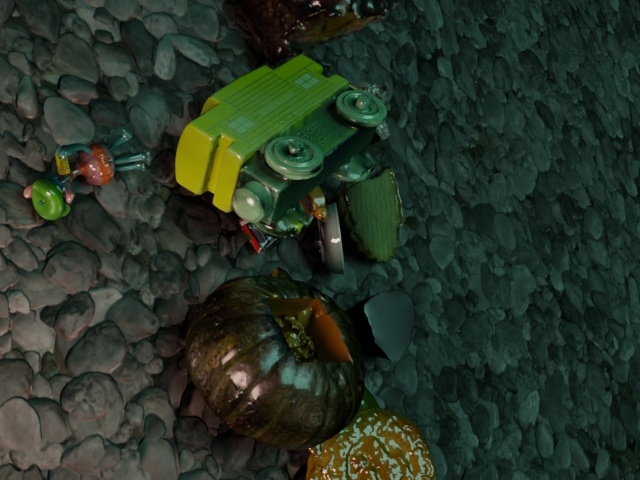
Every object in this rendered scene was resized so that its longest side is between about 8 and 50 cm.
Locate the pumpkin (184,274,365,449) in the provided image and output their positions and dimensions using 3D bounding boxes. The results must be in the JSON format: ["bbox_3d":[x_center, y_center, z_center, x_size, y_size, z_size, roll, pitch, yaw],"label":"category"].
[{"bbox_3d":[-0.068,0.199,1.733,0.320,0.192,0.321,25,41,-24],"label":"pumpkin"}]

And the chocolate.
[{"bbox_3d":[0.112,0.168,2.053,0.125,0.080,0.149,23,65,-25],"label":"chocolate"}]

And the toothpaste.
[{"bbox_3d":[-0.076,-0.040,1.972,0.193,0.045,0.071,-31,88,-43],"label":"toothpaste"}]

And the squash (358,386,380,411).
[{"bbox_3d":[0.087,0.339,1.963,0.069,0.069,0.258,-42,106,-46],"label":"squash"}]

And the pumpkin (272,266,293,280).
[{"bbox_3d":[-0.070,0.108,1.922,0.073,0.035,0.101,36,47,-46],"label":"pumpkin"}]

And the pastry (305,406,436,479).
[{"bbox_3d":[0.080,0.425,1.850,0.235,0.132,0.240,0,67,-12],"label":"pastry"}]

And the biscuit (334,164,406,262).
[{"bbox_3d":[0.110,-0.045,2.135,0.273,0.036,0.187,-25,100,-62],"label":"biscuit"}]

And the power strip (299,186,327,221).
[{"bbox_3d":[-0.030,-0.098,1.982,0.028,0.049,0.178,-10,49,-30],"label":"power strip"}]

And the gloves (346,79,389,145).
[{"bbox_3d":[0.094,-0.274,2.203,0.094,0.110,0.144,-40,133,-54],"label":"gloves"}]

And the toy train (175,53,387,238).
[{"bbox_3d":[-0.066,-0.184,1.886,0.272,0.179,0.442,32,41,16],"label":"toy train"}]

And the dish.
[{"bbox_3d":[0.000,0.000,2.008,0.141,0.078,0.141,174,-90,-89],"label":"dish"}]

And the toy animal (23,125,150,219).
[{"bbox_3d":[-0.370,-0.115,1.651,0.208,0.100,0.103,-31,136,-36],"label":"toy animal"}]

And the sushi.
[{"bbox_3d":[-0.016,-0.533,2.062,0.299,0.281,0.294,-25,91,-37],"label":"sushi"}]
